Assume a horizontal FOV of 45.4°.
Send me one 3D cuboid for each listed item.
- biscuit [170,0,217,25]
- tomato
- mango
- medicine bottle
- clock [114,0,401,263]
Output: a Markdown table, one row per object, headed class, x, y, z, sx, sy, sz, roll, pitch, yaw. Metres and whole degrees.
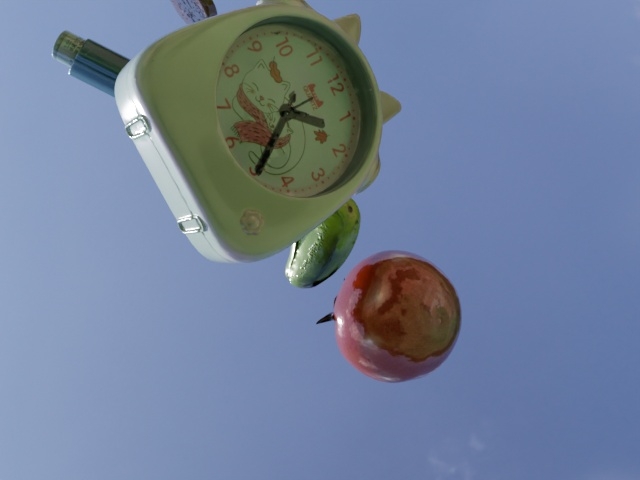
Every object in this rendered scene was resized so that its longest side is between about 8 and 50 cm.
| class | x | y | z | sx | sy | sz | roll | pitch | yaw |
| --- | --- | --- | --- | --- | --- | --- | --- | --- | --- |
| biscuit | -0.235 | -0.432 | 1.317 | 0.039 | 0.236 | 0.180 | -40 | -70 | -6 |
| tomato | 0.145 | 0.146 | 1.461 | 0.256 | 0.224 | 0.255 | 3 | -95 | -42 |
| mango | 0.000 | 0.000 | 1.096 | 0.091 | 0.165 | 0.074 | 44 | -146 | 18 |
| medicine bottle | -0.394 | -0.317 | 1.501 | 0.258 | 0.124 | 0.079 | 27 | -109 | -7 |
| clock | -0.050 | -0.145 | 0.905 | 0.324 | 0.109 | 0.265 | -32 | -77 | -28 |
